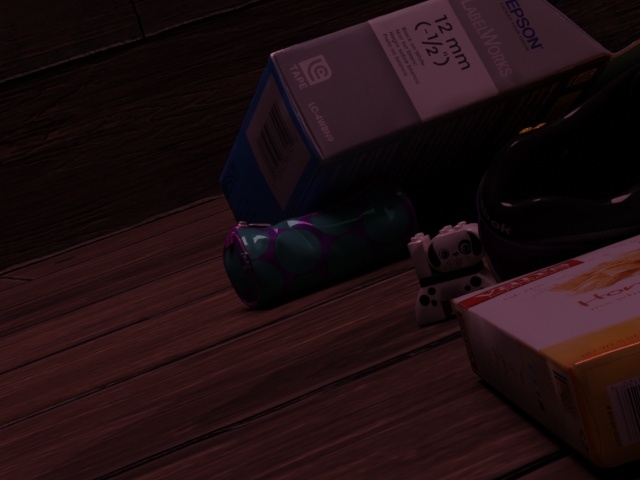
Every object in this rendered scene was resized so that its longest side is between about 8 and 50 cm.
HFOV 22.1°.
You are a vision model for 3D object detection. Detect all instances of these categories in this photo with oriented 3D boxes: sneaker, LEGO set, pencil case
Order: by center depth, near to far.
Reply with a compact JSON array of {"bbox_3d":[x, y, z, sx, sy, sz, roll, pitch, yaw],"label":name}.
[{"bbox_3d":[0.214,-0.056,0.847,0.283,0.107,0.124,-28,-25,0],"label":"sneaker"},{"bbox_3d":[0.160,-0.027,0.995,0.227,0.093,0.087,-16,7,22],"label":"LEGO set"},{"bbox_3d":[0.000,0.000,1.318,0.152,0.070,0.064,-19,6,-16],"label":"pencil case"}]

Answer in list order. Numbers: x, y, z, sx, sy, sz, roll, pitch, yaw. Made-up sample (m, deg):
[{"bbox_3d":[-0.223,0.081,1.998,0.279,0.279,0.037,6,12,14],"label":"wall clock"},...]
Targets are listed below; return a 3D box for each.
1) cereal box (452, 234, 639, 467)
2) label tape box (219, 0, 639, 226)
[{"bbox_3d":[0.162,0.029,0.707,0.173,0.047,0.240,-18,6,-5],"label":"cereal box"},{"bbox_3d":[0.103,-0.115,1.448,0.348,0.115,0.249,-23,-16,-21],"label":"label tape box"}]
